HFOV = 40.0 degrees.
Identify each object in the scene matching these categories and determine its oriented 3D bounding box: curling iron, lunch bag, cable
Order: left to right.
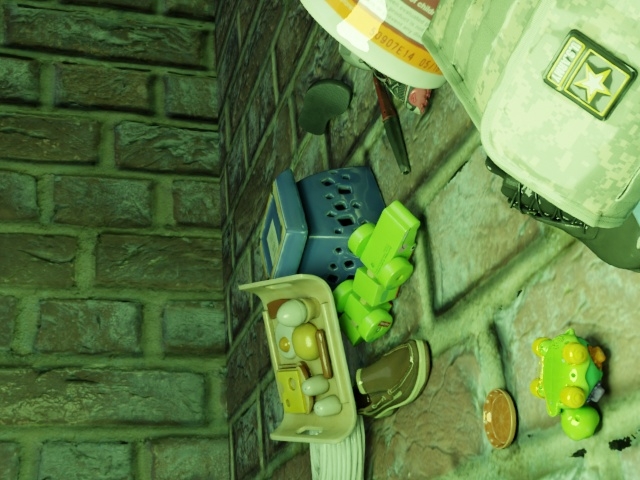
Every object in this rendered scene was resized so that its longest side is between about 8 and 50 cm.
[{"bbox_3d":[0.027,0.393,1.754,0.257,0.089,0.257,-101,11,-50],"label":"cable"},{"bbox_3d":[0.134,-0.241,1.669,0.068,0.035,0.274,120,149,-56],"label":"curling iron"},{"bbox_3d":[0.233,-0.184,0.765,0.235,0.169,0.287,114,147,-41],"label":"lunch bag"}]

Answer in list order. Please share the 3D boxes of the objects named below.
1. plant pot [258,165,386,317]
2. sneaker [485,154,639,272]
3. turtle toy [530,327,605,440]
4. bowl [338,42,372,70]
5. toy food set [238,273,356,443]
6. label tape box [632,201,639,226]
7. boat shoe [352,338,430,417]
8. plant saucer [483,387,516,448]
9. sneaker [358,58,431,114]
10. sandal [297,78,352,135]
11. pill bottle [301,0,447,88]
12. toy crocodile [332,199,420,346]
[{"bbox_3d":[0.000,0.000,1.765,0.236,0.212,0.236,-105,26,-47],"label":"plant pot"},{"bbox_3d":[0.281,-0.047,1.000,0.286,0.130,0.109,-126,44,-62],"label":"sneaker"},{"bbox_3d":[0.294,0.167,1.022,0.095,0.066,0.130,179,94,-75],"label":"turtle toy"},{"bbox_3d":[0.081,-0.434,1.854,0.142,0.053,0.142,-133,47,-65],"label":"bowl"},{"bbox_3d":[-0.057,0.221,1.630,0.219,0.092,0.306,-14,87,52],"label":"toy food set"},{"bbox_3d":[0.358,-0.154,0.805,0.241,0.105,0.334,112,156,-45],"label":"label tape box"},{"bbox_3d":[0.110,0.253,1.553,0.257,0.095,0.095,116,152,-51],"label":"boat shoe"},{"bbox_3d":[0.252,0.249,1.231,0.083,0.013,0.084,-176,90,-73],"label":"plant saucer"},{"bbox_3d":[0.128,-0.326,1.579,0.299,0.112,0.121,-109,28,-50],"label":"sneaker"},{"bbox_3d":[0.006,-0.319,2.025,0.054,0.097,0.254,-64,11,-19],"label":"sandal"},{"bbox_3d":[0.163,-0.374,0.919,0.392,0.224,0.224,-50,35,29],"label":"pill bottle"},{"bbox_3d":[0.106,0.072,1.609,0.115,0.105,0.341,44,134,31],"label":"toy crocodile"}]
